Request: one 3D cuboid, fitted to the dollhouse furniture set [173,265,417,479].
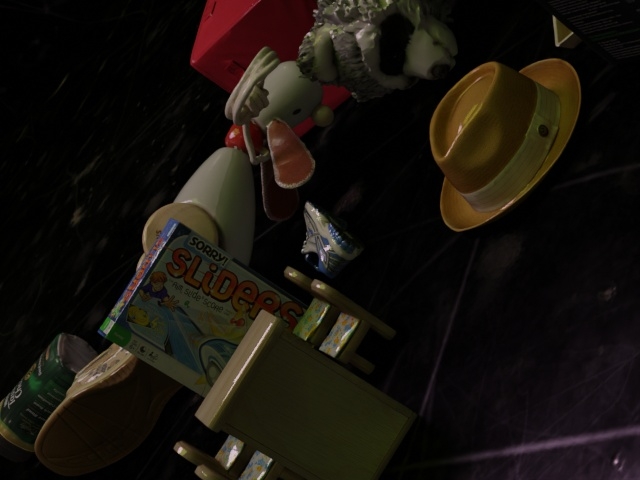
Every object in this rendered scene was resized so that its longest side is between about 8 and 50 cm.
[{"bbox_3d":[-0.046,0.132,1.263,0.212,0.161,0.242,-58,23,-5],"label":"dollhouse furniture set"}]

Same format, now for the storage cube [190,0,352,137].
[{"bbox_3d":[-0.026,-0.285,1.762,0.193,0.184,0.215,-36,29,37],"label":"storage cube"}]

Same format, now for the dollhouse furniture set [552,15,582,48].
[{"bbox_3d":[0.237,-0.253,1.330,0.091,0.081,0.114,-40,27,33],"label":"dollhouse furniture set"}]

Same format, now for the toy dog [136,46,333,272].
[{"bbox_3d":[-0.072,-0.041,1.560,0.333,0.161,0.220,-57,-2,2],"label":"toy dog"}]

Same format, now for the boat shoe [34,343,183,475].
[{"bbox_3d":[-0.230,0.173,1.667,0.285,0.104,0.089,-41,20,8],"label":"boat shoe"}]

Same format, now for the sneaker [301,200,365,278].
[{"bbox_3d":[0.000,0.000,1.497,0.058,0.052,0.135,-56,22,9],"label":"sneaker"}]

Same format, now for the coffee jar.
[{"bbox_3d":[-0.390,0.223,1.927,0.184,0.079,0.096,-48,24,18],"label":"coffee jar"}]

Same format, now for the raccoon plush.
[{"bbox_3d":[0.059,-0.366,1.601,0.299,0.216,0.446,-46,44,23],"label":"raccoon plush"}]

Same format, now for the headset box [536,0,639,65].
[{"bbox_3d":[0.337,-0.311,1.149,0.246,0.131,0.283,-2,56,62],"label":"headset box"}]

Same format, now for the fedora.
[{"bbox_3d":[0.157,-0.104,1.290,0.194,0.079,0.194,-44,26,28],"label":"fedora"}]

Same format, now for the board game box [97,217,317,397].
[{"bbox_3d":[-0.103,0.087,1.386,0.136,0.201,0.035,-59,23,-6],"label":"board game box"}]
